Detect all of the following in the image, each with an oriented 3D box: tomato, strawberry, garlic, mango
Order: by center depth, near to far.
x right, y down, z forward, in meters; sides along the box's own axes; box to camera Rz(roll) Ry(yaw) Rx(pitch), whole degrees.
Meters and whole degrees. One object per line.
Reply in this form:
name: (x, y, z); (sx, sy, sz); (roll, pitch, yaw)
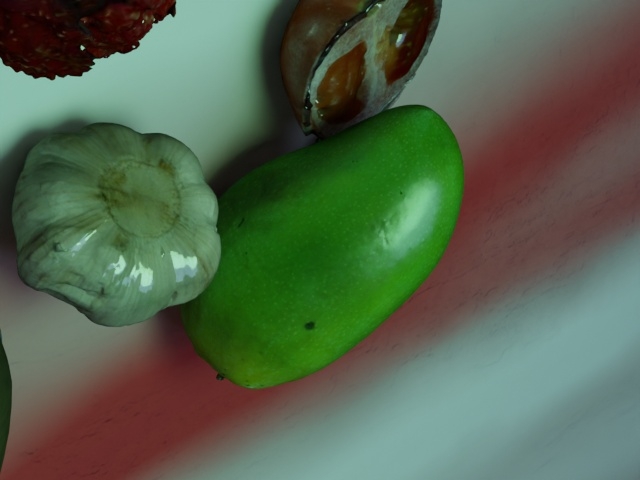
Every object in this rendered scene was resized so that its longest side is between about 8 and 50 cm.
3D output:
strawberry: (-0.203, -0.263, 1.368); (0.274, 0.220, 0.274); (-24, 128, -35)
garlic: (-0.220, 0.003, 1.574); (0.218, 0.218, 0.212); (-29, 170, -37)
mango: (0.000, 0.000, 1.720); (0.382, 0.225, 0.201); (-44, 148, 17)
tomato: (0.028, -0.220, 1.756); (0.228, 0.112, 0.199); (-41, 150, -24)

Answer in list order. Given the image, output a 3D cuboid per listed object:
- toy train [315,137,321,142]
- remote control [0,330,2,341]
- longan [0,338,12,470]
toy train: (0.017, -0.074, 1.857); (0.050, 0.081, 0.122); (32, 86, -47)
remote control: (-0.385, 0.181, 1.557); (0.090, 0.066, 0.266); (9, 109, -38)
longan: (-0.416, 0.161, 1.279); (0.361, 0.361, 0.361); (-28, 131, -38)
